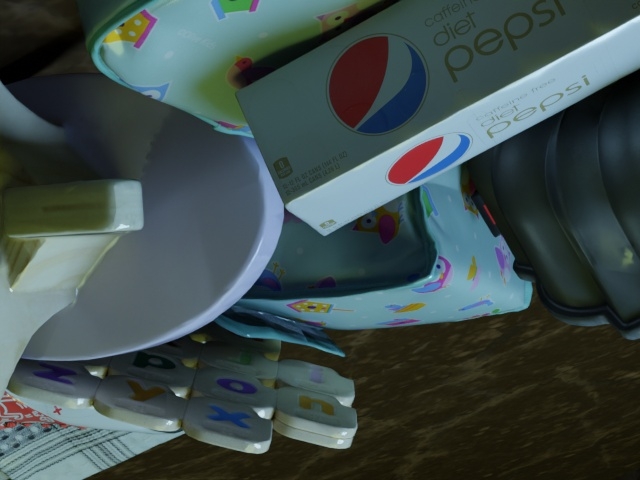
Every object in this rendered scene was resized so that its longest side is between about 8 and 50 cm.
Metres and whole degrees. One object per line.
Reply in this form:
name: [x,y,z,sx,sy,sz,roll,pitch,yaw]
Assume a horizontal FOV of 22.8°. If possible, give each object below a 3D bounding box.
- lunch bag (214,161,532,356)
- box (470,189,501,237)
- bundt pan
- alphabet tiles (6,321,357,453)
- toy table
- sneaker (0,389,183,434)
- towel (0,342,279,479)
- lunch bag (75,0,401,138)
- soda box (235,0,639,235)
lunch bag: [0.000,0.000,1.197,0.262,0.160,0.223,-10,168,22]
box: [0.188,-0.074,1.178,0.114,0.036,0.207,-27,-171,26]
bundt pan: [0.221,-0.107,0.931,0.331,0.331,0.124,-27,121,25]
alphabet tiles: [-0.114,0.087,1.105,0.284,0.021,0.278,14,-169,-4]
toy table: [-0.180,-0.015,0.916,0.274,0.252,0.161,-16,175,23]
sneaker: [-0.240,0.111,1.233,0.270,0.090,0.145,25,125,-21]
towel: [-0.234,0.120,1.364,0.324,0.056,0.312,-22,146,15]
lunch bag: [0.011,-0.155,0.860,0.224,0.108,0.279,-32,158,22]
soda box: [0.070,-0.088,0.824,0.216,0.074,0.069,-28,159,11]
